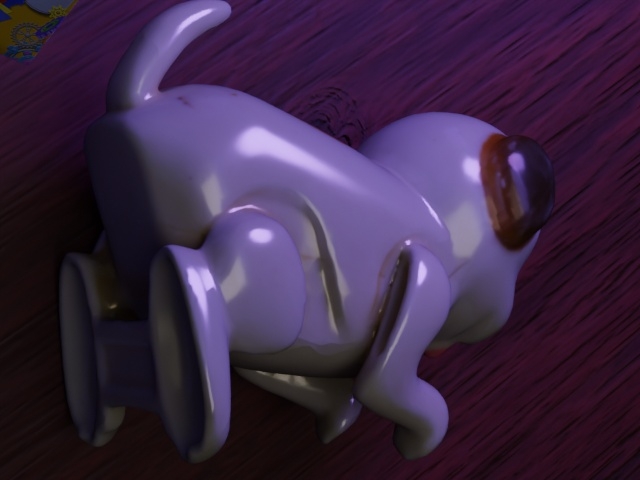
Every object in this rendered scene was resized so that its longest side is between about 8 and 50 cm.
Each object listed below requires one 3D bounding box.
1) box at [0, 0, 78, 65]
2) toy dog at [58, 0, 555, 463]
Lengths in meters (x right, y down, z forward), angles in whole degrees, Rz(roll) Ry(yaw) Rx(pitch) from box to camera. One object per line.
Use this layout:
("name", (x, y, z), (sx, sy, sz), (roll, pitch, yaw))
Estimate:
("box", (-0.264, -0.326, 1.186), (0.290, 0.177, 0.279), (23, 127, -30))
("toy dog", (0.000, 0.000, 1.440), (0.408, 0.284, 0.395), (-5, 82, -31))
